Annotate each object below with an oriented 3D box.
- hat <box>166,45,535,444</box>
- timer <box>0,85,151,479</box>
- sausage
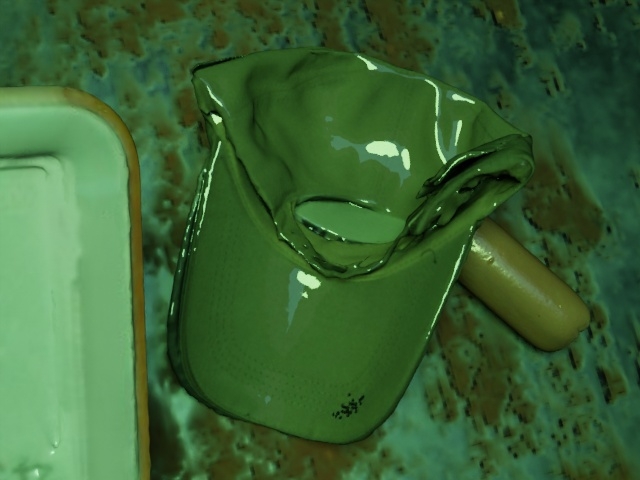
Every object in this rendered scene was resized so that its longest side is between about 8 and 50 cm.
[{"bbox_3d":[0.000,0.000,0.459,0.147,0.085,0.175,22,95,4],"label":"hat"},{"bbox_3d":[-0.188,0.092,0.314,0.257,0.161,0.250,-7,88,-33],"label":"timer"},{"bbox_3d":[0.089,0.018,0.483,0.083,0.034,0.034,42,71,-1],"label":"sausage"}]
